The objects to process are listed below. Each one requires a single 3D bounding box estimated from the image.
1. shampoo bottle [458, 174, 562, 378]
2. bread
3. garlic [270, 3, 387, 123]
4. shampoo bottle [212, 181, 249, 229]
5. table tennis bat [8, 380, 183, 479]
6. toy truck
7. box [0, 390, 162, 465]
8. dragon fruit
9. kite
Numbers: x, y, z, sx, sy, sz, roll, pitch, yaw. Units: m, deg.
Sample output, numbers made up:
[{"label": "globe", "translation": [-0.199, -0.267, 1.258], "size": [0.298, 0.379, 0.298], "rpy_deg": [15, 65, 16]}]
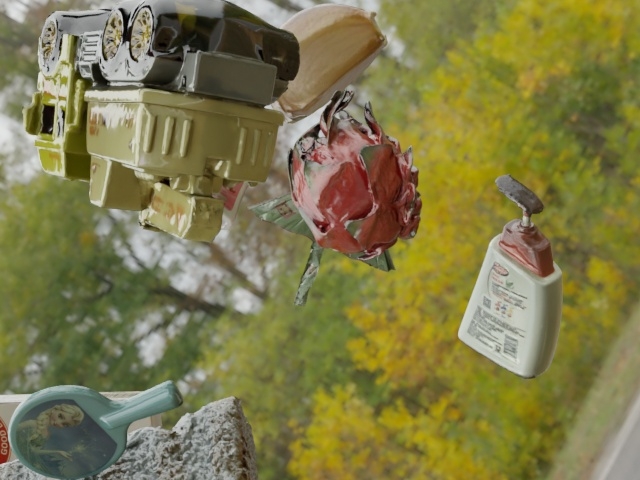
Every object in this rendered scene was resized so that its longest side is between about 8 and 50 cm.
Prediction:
[{"label": "shampoo bottle", "translation": [0.271, 0.049, 1.787], "size": [0.071, 0.153, 0.284], "rpy_deg": [-26, -46, -36]}, {"label": "bread", "translation": [-0.290, 0.347, 1.750], "size": [0.113, 0.416, 0.165], "rpy_deg": [73, -179, -46]}, {"label": "garlic", "translation": [-0.012, -0.222, 1.700], "size": [0.207, 0.128, 0.115], "rpy_deg": [-50, -18, -25]}, {"label": "shampoo bottle", "translation": [-0.128, -0.070, 1.647], "size": [0.043, 0.072, 0.099], "rpy_deg": [-43, 19, 53]}, {"label": "table tennis bat", "translation": [-0.289, 0.237, 1.671], "size": [0.038, 0.237, 0.149], "rpy_deg": [-97, -15, -60]}, {"label": "toy truck", "translation": [-0.189, -0.140, 1.433], "size": [0.405, 0.180, 0.254], "rpy_deg": [14, 94, 59]}, {"label": "box", "translation": [-0.430, 0.358, 2.112], "size": [0.069, 0.353, 0.214], "rpy_deg": [-38, -55, -76]}, {"label": "dragon fruit", "translation": [0.032, -0.053, 1.156], "size": [0.130, 0.142, 0.121], "rpy_deg": [-54, -33, 7]}, {"label": "kite", "translation": [0.000, 0.001, 1.820], "size": [0.012, 0.229, 0.250], "rpy_deg": [-72, 4, -55]}]
